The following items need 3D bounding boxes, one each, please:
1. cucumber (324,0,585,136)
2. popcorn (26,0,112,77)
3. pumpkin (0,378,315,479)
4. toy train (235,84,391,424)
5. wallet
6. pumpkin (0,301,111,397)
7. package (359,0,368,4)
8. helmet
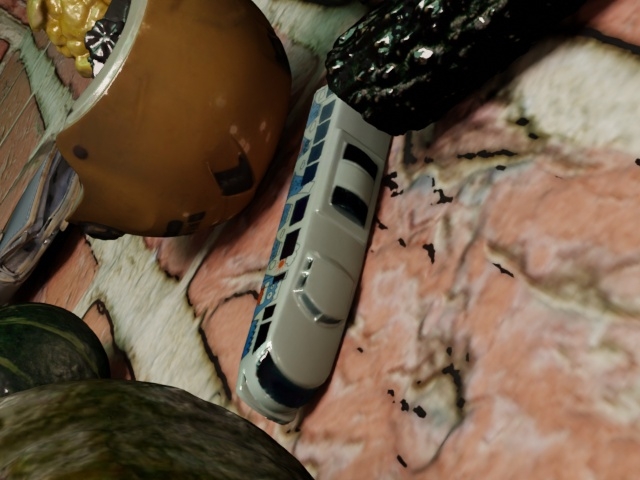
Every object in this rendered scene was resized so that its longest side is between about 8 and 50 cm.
[{"bbox_3d":[0.117,-0.149,0.504,0.300,0.072,0.072,-38,30,40],"label":"cucumber"},{"bbox_3d":[-0.275,-0.298,1.370,0.140,0.163,0.194,-53,-31,-84],"label":"popcorn"},{"bbox_3d":[-0.097,0.200,0.352,0.320,0.192,0.320,-46,27,31],"label":"pumpkin"},{"bbox_3d":[0.000,0.000,0.592,0.047,0.043,0.208,-26,39,45],"label":"toy train"},{"bbox_3d":[-0.328,0.005,1.219,0.231,0.069,0.170,-47,20,38],"label":"wallet"},{"bbox_3d":[-0.229,0.118,0.803,0.167,0.125,0.167,-49,18,23],"label":"pumpkin"},{"bbox_3d":[0.115,-0.221,0.504,0.204,0.062,0.251,-40,-9,-19],"label":"package"},{"bbox_3d":[-0.089,-0.085,0.761,0.224,0.130,0.198,102,-172,-73],"label":"helmet"}]
